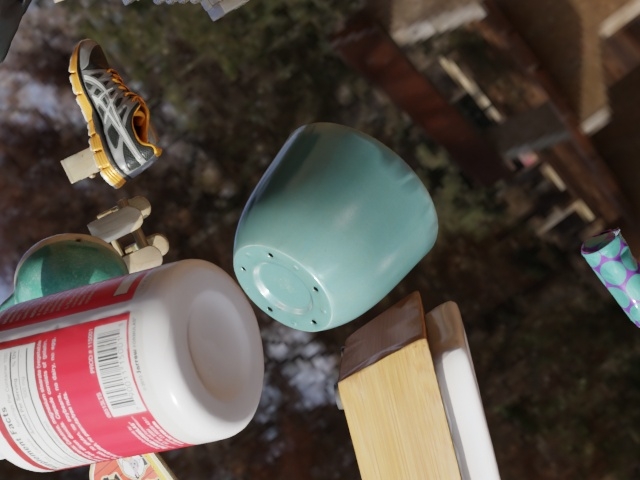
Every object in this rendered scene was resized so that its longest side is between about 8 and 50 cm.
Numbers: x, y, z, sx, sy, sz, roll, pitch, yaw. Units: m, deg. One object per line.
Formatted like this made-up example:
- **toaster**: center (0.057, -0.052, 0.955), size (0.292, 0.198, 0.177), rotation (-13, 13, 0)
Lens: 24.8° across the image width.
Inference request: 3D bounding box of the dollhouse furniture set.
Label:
- **dollhouse furniture set**: center (-0.317, -0.065, 2.516), size (0.212, 0.161, 0.242), rotation (-117, 1, -84)

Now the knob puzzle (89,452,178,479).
- **knob puzzle**: center (-0.321, 0.418, 2.424), size (0.213, 0.213, 0.030), rotation (54, -145, 6)

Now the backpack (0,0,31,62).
- **backpack**: center (-0.312, -0.396, 1.337), size (0.290, 0.355, 0.273), rotation (40, -179, -43)

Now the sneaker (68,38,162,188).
- **sneaker**: center (-0.273, -0.176, 1.944), size (0.084, 0.083, 0.214), rotation (33, -145, -70)

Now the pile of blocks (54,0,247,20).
- **pile of blocks**: center (-0.262, -0.437, 2.279), size (0.113, 0.362, 0.148), rotation (176, 98, -71)

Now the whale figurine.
- **whale figurine**: center (-0.381, 0.127, 2.218), size (0.216, 0.272, 0.141), rotation (5, -153, -18)

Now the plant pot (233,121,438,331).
- **plant pot**: center (0.000, 0.000, 2.289), size (0.293, 0.235, 0.293), rotation (26, 145, 20)

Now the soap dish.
- **soap dish**: center (0.098, 0.206, 1.286), size (0.229, 0.118, 0.290), rotation (-72, -32, -81)

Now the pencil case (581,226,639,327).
- **pencil case**: center (0.444, 0.053, 2.104), size (0.151, 0.070, 0.064), rotation (53, 146, -10)

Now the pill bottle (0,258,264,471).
- **pill bottle**: center (-0.296, 0.172, 1.875), size (0.229, 0.408, 0.229), rotation (34, -131, -51)
